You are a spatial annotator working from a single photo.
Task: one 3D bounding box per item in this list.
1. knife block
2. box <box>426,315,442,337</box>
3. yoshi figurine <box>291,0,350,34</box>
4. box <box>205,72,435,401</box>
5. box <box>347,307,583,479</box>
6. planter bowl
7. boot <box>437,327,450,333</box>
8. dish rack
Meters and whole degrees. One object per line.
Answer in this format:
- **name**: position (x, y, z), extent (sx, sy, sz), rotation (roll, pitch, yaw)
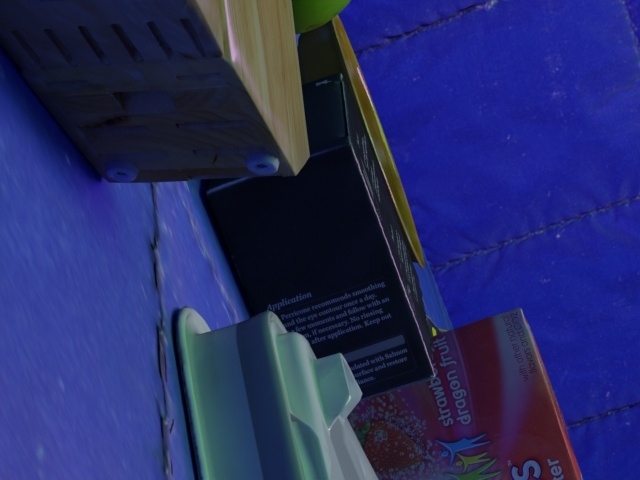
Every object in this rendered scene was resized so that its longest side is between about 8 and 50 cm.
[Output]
- **knife block**: position (-0.070, -0.182, 0.703), extent (0.275, 0.088, 0.242), rotation (59, 33, -60)
- **box**: position (0.130, 0.217, 1.432), extent (0.216, 0.060, 0.270), rotation (48, 19, -28)
- **yoshi figurine**: position (-0.057, -0.270, 1.103), extent (0.203, 0.204, 0.362), rotation (-80, 157, -45)
- **box**: position (0.000, 0.000, 1.108), extent (0.156, 0.093, 0.158), rotation (-93, 164, -70)
- **box**: position (0.111, 0.217, 1.149), extent (0.142, 0.154, 0.300), rotation (58, 15, -63)
- **planter bowl**: position (0.003, -0.067, 1.381), extent (0.217, 0.090, 0.217), rotation (-19, 90, -85)
- **boot**: position (0.162, 0.199, 2.094), extent (0.189, 0.076, 0.208), rotation (100, -20, -72)
- **dish rack**: position (0.031, 0.204, 0.851), extent (0.333, 0.072, 0.285), rotation (63, 10, -46)
